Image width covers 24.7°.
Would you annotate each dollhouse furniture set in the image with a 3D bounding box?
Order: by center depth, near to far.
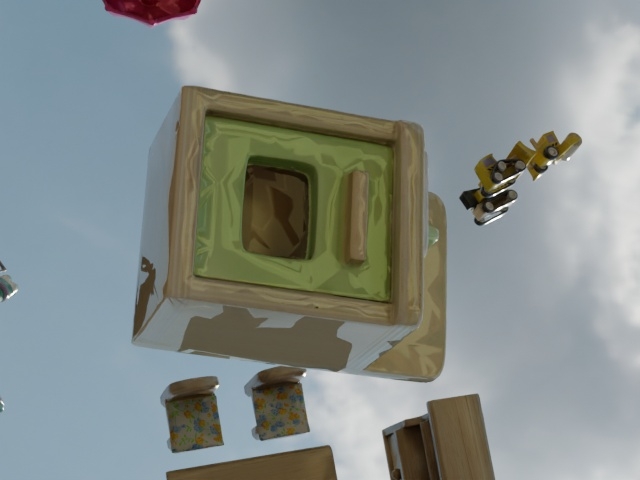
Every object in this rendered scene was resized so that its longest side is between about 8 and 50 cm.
[{"bbox_3d":[0.002,0.203,1.181,0.161,0.242,0.212,130,-49,-72],"label":"dollhouse furniture set"}]

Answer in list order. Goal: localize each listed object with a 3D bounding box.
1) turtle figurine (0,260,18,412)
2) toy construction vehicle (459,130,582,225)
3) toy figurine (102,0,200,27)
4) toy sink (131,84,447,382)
[{"bbox_3d":[-0.416,0.080,1.574,0.118,0.175,0.234,90,-14,-64],"label":"turtle figurine"},{"bbox_3d":[0.144,-0.054,1.103,0.035,0.098,0.086,54,-29,16],"label":"toy construction vehicle"},{"bbox_3d":[-0.100,-0.214,0.963,0.159,0.173,0.130,-41,-133,24],"label":"toy figurine"},{"bbox_3d":[0.000,0.000,1.012,0.131,0.234,0.153,134,-37,-63],"label":"toy sink"}]
